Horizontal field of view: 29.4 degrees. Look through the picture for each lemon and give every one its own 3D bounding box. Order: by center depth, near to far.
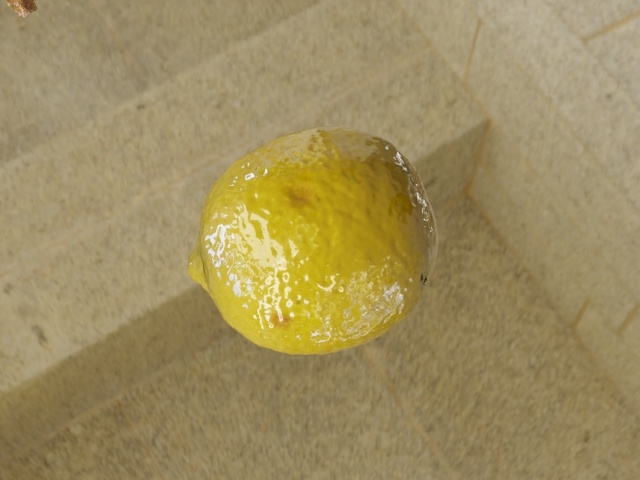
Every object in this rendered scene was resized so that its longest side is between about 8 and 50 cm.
[{"bbox_3d":[-0.008,0.004,1.228,0.253,0.228,0.228,-24,-112,-4],"label":"lemon"}]

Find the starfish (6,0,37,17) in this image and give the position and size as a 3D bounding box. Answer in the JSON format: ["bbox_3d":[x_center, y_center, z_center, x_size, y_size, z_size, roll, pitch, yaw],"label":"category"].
[{"bbox_3d":[-0.269,-0.211,0.800,0.227,0.240,0.043,9,-127,-44],"label":"starfish"}]
